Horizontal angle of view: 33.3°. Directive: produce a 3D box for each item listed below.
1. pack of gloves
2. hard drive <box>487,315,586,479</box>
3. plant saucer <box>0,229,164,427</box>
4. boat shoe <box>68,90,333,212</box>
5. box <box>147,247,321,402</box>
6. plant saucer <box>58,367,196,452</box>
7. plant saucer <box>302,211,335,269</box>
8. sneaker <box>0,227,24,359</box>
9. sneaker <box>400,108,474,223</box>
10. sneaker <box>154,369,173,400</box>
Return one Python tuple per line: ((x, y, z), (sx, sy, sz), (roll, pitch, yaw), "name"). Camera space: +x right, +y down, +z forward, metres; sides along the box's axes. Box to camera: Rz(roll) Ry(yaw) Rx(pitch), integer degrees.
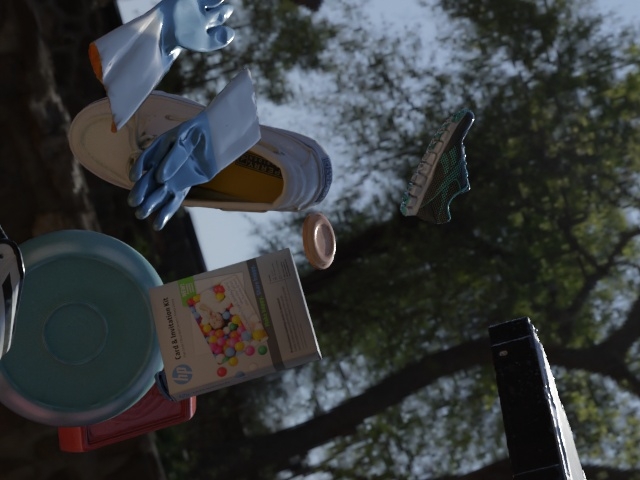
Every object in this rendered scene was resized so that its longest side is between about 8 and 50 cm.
((-0.140, -0.135, 1.001), (0.046, 0.232, 0.195), (8, -56, 24), "pack of gloves")
((0.273, 0.279, 1.263), (0.339, 0.064, 0.237), (-87, 157, -60), "hard drive")
((-0.387, 0.143, 1.685), (0.043, 0.317, 0.318), (-162, -125, -72), "plant saucer")
((-0.180, -0.095, 1.289), (0.367, 0.156, 0.136), (16, -74, 23), "boat shoe")
((-0.107, 0.103, 1.319), (0.038, 0.186, 0.145), (71, 3, -65), "box")
((-0.328, 0.252, 1.865), (0.048, 0.259, 0.258), (49, -37, 46), "plant saucer")
((0.000, 0.000, 1.553), (0.083, 0.013, 0.084), (26, 60, -56), "plant saucer")
((-0.510, 0.014, 1.214), (0.169, 0.257, 0.447), (15, -36, 39), "sneaker")
((0.175, -0.097, 1.460), (0.166, 0.076, 0.065), (-63, -172, 6), "sneaker")
((-0.200, 0.196, 1.478), (0.144, 0.059, 0.053), (89, -17, -75), "sneaker")
